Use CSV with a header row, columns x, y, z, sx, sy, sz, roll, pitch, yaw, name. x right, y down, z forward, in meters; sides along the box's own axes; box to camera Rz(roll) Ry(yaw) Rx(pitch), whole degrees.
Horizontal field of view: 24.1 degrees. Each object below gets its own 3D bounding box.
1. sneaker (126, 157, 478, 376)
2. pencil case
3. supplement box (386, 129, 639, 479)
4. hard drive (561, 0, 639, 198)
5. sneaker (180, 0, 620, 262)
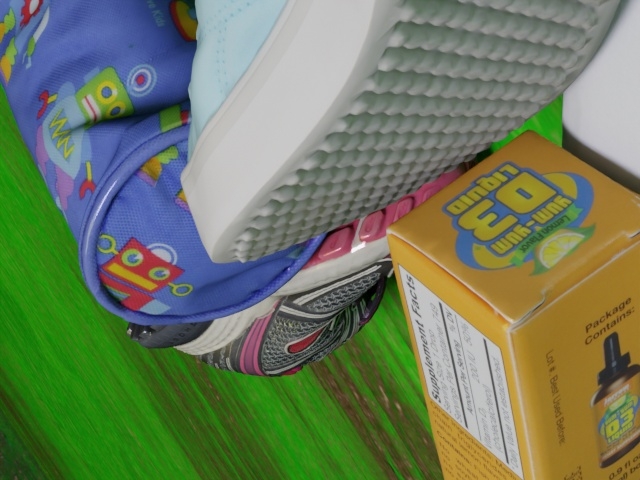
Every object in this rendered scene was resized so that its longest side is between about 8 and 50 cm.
x,y,z,sx,sy,sz,roll,pitch,yaw,name
0.000,0.000,0.813,0.112,0.120,0.299,23,156,-20,sneaker
-0.098,-0.103,0.738,0.133,0.119,0.306,-56,45,30,pencil case
0.094,0.070,0.608,0.080,0.078,0.233,42,157,38,supplement box
0.172,-0.020,0.472,0.233,0.047,0.353,41,155,33,hard drive
0.013,-0.114,0.473,0.150,0.135,0.366,65,157,15,sneaker
